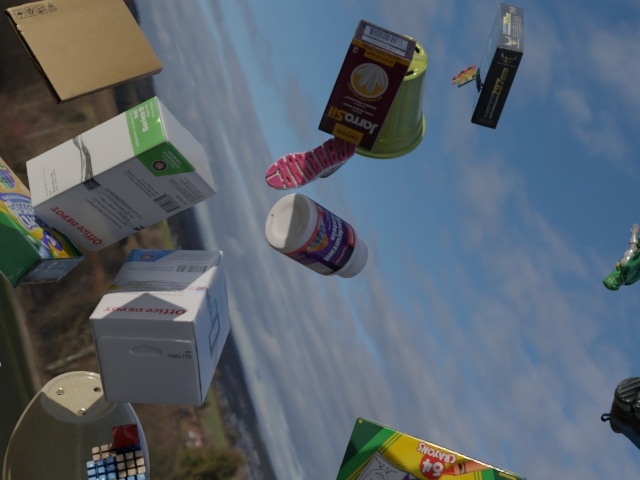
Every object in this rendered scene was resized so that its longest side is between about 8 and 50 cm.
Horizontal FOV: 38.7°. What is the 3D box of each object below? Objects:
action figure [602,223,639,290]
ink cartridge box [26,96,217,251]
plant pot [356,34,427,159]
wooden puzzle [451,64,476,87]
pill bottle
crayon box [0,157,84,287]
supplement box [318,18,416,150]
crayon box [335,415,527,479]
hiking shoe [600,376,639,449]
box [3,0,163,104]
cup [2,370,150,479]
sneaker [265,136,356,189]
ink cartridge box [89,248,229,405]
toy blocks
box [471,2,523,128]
[{"bbox_3d":[0.622,0.013,1.750,0.063,0.232,0.137,34,-21,34],"label":"action figure"},{"bbox_3d":[-0.378,-0.119,1.738,0.211,0.289,0.121,51,17,-58],"label":"ink cartridge box"},{"bbox_3d":[0.170,-0.400,2.409,0.254,0.276,0.276,103,-30,-54],"label":"plant pot"},{"bbox_3d":[0.343,-0.386,2.145,0.006,0.083,0.049,43,37,-33],"label":"wooden puzzle"},{"bbox_3d":[0.000,0.000,1.623,0.193,0.108,0.108,30,28,-47],"label":"pill bottle"},{"bbox_3d":[-0.598,-0.063,1.678,0.323,0.083,0.203,48,4,4],"label":"crayon box"},{"bbox_3d":[0.077,-0.260,1.536,0.081,0.104,0.188,-72,-176,-51],"label":"supplement box"},{"bbox_3d":[0.200,0.573,1.875,0.313,0.363,0.106,-70,159,-8],"label":"crayon box"},{"bbox_3d":[0.700,0.389,1.765,0.304,0.113,0.132,38,-36,29],"label":"hiking shoe"},{"bbox_3d":[-0.365,-0.309,1.425,0.021,0.201,0.164,-33,-92,48],"label":"box"},{"bbox_3d":[-0.545,0.436,2.056,0.331,0.331,0.237,-117,-148,-52],"label":"cup"},{"bbox_3d":[-0.017,-0.132,1.632,0.063,0.170,0.075,63,-6,8],"label":"sneaker"},{"bbox_3d":[-0.305,0.164,1.794,0.270,0.198,0.197,-76,166,-62],"label":"ink cartridge box"},{"bbox_3d":[-0.359,0.498,1.690,0.261,0.191,0.381,91,-16,-44],"label":"toy blocks"},{"bbox_3d":[0.374,-0.370,1.919,0.232,0.059,0.183,-74,179,-52],"label":"box"}]
